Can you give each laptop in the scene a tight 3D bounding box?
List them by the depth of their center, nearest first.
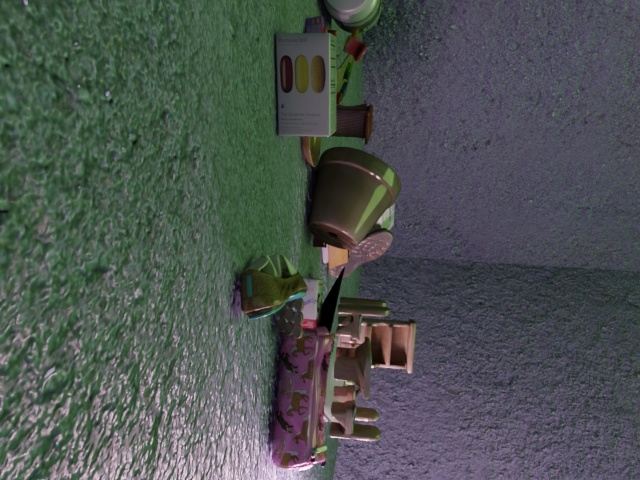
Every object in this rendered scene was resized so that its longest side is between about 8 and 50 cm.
[{"bbox_3d":[0.069,0.392,1.844,0.407,0.237,0.381,56,25,-21],"label":"laptop"}]

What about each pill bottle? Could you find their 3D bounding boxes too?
[{"bbox_3d":[0.119,-0.905,1.848,0.361,0.205,0.204,-54,146,-75],"label":"pill bottle"}]

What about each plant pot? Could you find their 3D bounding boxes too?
[{"bbox_3d":[-0.029,-0.365,1.656,0.236,0.033,0.236,3,90,-80],"label":"plant pot"},{"bbox_3d":[0.094,-0.133,1.801,0.323,0.324,0.280,75,37,-63],"label":"plant pot"}]

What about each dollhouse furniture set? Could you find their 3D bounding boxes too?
[{"bbox_3d":[0.174,0.358,1.522,0.394,0.257,0.361,-37,130,-85],"label":"dollhouse furniture set"},{"bbox_3d":[0.084,-0.548,1.770,0.152,0.202,0.373,-68,160,-61],"label":"dollhouse furniture set"}]

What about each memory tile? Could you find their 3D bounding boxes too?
[{"bbox_3d":[-0.079,0.184,1.347,0.012,0.113,0.147,2,93,-39],"label":"memory tile"}]

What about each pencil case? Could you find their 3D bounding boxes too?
[{"bbox_3d":[-0.047,0.438,1.413,0.160,0.167,0.385,35,56,-66],"label":"pencil case"}]

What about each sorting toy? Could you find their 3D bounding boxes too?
[{"bbox_3d":[0.093,-0.651,1.940,0.229,0.041,0.307,-60,170,-46],"label":"sorting toy"}]

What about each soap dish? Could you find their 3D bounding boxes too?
[{"bbox_3d":[0.083,-0.050,2.215,0.290,0.118,0.228,-74,164,-52],"label":"soap dish"}]

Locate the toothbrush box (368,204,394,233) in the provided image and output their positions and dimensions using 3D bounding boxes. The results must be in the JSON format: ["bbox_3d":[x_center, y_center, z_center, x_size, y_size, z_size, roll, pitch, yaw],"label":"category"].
[{"bbox_3d":[0.202,-0.158,2.353,0.122,0.283,0.206,-49,154,-25],"label":"toothbrush box"}]

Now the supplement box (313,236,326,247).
[{"bbox_3d":[0.000,0.000,1.939,0.083,0.043,0.054,5,90,-81],"label":"supplement box"}]

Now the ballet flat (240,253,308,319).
[{"bbox_3d":[-0.109,0.095,1.146,0.342,0.116,0.124,-3,77,-77],"label":"ballet flat"}]

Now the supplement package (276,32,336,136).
[{"bbox_3d":[-0.033,-0.397,1.273,0.134,0.139,0.243,-65,155,-70],"label":"supplement package"}]

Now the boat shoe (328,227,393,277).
[{"bbox_3d":[0.175,0.036,2.328,0.132,0.356,0.130,44,24,-31],"label":"boat shoe"}]

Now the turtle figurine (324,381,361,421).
[{"bbox_3d":[0.057,0.648,2.198,0.266,0.198,0.274,-61,147,-35],"label":"turtle figurine"}]

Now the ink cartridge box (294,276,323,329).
[{"bbox_3d":[-0.037,0.214,1.681,0.127,0.073,0.174,23,71,-80],"label":"ink cartridge box"}]

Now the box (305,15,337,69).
[{"bbox_3d":[0.002,-0.522,1.569,0.201,0.057,0.293,57,32,-63],"label":"box"}]
